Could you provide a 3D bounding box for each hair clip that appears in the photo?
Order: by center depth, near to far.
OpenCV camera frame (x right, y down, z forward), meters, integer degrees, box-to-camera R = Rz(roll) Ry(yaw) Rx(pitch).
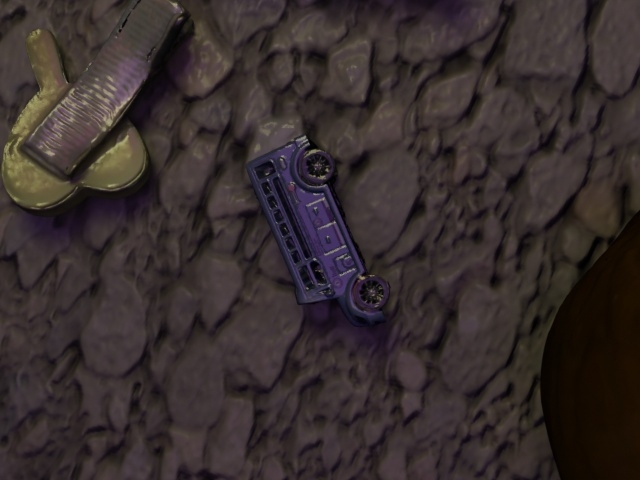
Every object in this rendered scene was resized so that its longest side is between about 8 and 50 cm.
[{"bbox_3d":[-0.198,-0.122,0.766,0.159,0.071,0.218,35,86,9],"label":"hair clip"}]

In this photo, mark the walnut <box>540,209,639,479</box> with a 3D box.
[{"bbox_3d":[0.337,0.132,0.618,0.354,0.308,0.398,-24,89,-30],"label":"walnut"}]

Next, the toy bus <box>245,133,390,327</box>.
[{"bbox_3d":[0.000,0.000,0.752,0.076,0.073,0.167,-23,87,2],"label":"toy bus"}]
